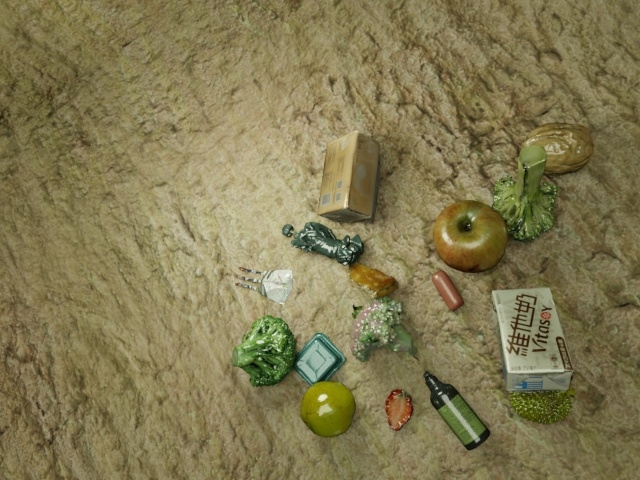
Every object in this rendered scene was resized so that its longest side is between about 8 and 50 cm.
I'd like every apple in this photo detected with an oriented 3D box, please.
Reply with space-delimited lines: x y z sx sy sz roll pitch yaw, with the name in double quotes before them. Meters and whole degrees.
"apple" 0.530 -0.006 1.741 0.264 0.264 0.265 -3 78 13

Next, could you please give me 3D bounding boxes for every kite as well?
"kite" -0.230 0.168 1.990 0.245 0.015 0.141 11 79 14

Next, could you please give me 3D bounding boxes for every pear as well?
"pear" 0.027 0.600 1.754 0.198 0.198 0.198 -3 78 13

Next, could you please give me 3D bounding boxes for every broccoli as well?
"broccoli" -0.208 0.409 1.824 0.241 0.269 0.262 -1 75 -30
"broccoli" 0.702 -0.188 1.679 0.221 0.362 0.252 8 42 22

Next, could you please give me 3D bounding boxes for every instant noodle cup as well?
"instant noodle cup" -0.014 0.455 1.850 0.157 0.070 0.179 43 89 16

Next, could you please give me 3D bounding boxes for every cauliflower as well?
"cauliflower" 0.240 0.334 1.766 0.315 0.239 0.256 29 45 0

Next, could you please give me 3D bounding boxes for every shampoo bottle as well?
"shampoo bottle" 0.453 0.574 1.694 0.101 0.101 0.284 -39 73 3

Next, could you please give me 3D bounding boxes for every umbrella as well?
"umbrella" -0.001 -0.001 1.924 0.348 0.143 0.094 21 128 24

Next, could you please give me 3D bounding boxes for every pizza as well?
"pizza" 0.174 0.152 1.842 0.226 0.147 0.069 22 127 28

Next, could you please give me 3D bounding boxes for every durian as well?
"durian" 0.720 0.529 1.606 0.198 0.159 0.146 5 42 27

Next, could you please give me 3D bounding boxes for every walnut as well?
"walnut" 0.843 -0.326 1.752 0.244 0.198 0.198 5 79 11

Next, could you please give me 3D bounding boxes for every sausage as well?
"sausage" 0.463 0.181 1.797 0.062 0.062 0.154 -30 73 5

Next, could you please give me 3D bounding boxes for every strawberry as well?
"strawberry" 0.278 0.603 1.761 0.103 0.048 0.152 18 97 9

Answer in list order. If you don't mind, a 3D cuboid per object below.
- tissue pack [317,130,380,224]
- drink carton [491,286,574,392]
"tissue pack" 0.139 -0.227 1.902 0.238 0.238 0.306 5 79 14
"drink carton" 0.685 0.319 1.611 0.194 0.132 0.325 -5 47 12
